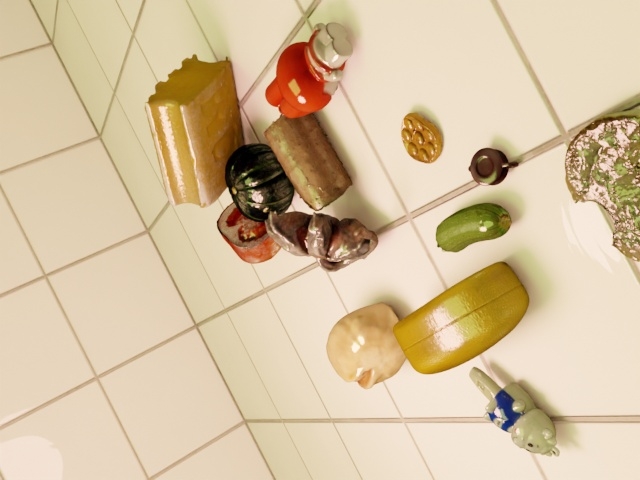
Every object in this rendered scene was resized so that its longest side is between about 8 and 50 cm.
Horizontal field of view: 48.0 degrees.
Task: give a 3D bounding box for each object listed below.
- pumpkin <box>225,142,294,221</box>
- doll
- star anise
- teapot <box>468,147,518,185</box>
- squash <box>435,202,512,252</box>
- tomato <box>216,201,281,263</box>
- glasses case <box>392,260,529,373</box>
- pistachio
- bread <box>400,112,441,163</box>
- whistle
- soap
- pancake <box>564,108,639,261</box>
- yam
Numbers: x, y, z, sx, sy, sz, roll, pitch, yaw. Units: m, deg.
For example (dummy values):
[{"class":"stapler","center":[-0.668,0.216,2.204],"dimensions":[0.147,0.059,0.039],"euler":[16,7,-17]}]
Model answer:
[{"class":"pumpkin","center":[-0.169,-0.158,1.967],"dimensions":[0.220,0.161,0.221],"euler":[40,140,43]},{"class":"doll","center":[-0.032,-0.357,1.568],"dimensions":[0.290,0.129,0.161],"euler":[-36,72,53]},{"class":"star anise","center":[0.000,0.000,1.716],"dimensions":[0.359,0.315,0.139],"euler":[29,-113,-72]},{"class":"teapot","center":[0.306,-0.131,1.274],"dimensions":[0.100,0.045,0.068],"euler":[-1,92,43]},{"class":"squash","center":[0.285,-0.024,1.376],"dimensions":[0.077,0.068,0.219],"euler":[58,154,0]},{"class":"tomato","center":[-0.194,-0.018,2.161],"dimensions":[0.214,0.180,0.155],"euler":[49,169,41]},{"class":"glasses case","center":[0.272,0.177,1.461],"dimensions":[0.141,0.173,0.371],"euler":[61,153,12]},{"class":"pistachio","center":[0.112,0.266,1.833],"dimensions":[0.193,0.214,0.318],"euler":[24,163,-11]},{"class":"bread","center":[0.198,-0.202,1.422],"dimensions":[0.110,0.024,0.110],"euler":[43,148,35]},{"class":"whistle","center":[0.397,0.356,1.490],"dimensions":[0.244,0.092,0.110],"euler":[44,158,31]},{"class":"soap","center":[-0.336,-0.300,1.981],"dimensions":[0.156,0.293,0.335],"euler":[6,126,15]},{"class":"pancake","center":[0.468,-0.078,1.040],"dimensions":[0.253,0.037,0.254],"euler":[41,146,36]},{"class":"yam","center":[-0.023,-0.189,1.710],"dimensions":[0.129,0.128,0.238],"euler":[-37,82,41]}]
